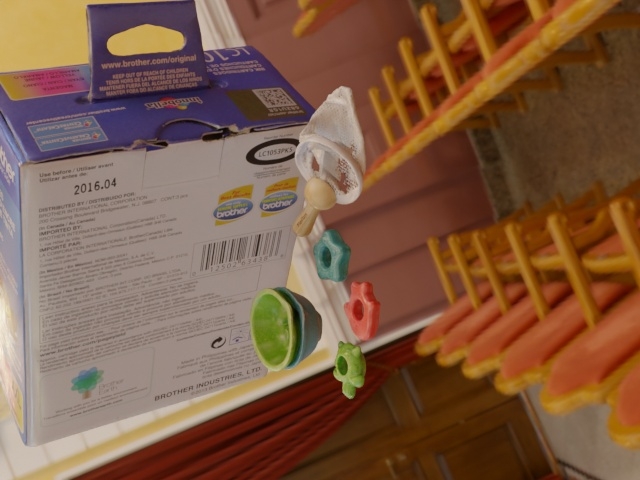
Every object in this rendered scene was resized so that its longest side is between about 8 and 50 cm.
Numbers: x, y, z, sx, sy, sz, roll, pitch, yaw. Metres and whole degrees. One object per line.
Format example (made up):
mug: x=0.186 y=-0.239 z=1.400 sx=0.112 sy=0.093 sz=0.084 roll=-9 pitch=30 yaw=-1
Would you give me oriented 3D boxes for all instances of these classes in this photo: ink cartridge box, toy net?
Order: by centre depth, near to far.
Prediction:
toy net: x=0.000 y=0.000 z=0.687 sx=0.122 sy=0.045 sz=0.232 roll=29 pitch=117 yaw=54
ink cartridge box: x=-0.163 y=-0.020 z=0.837 sx=0.151 sy=0.270 sz=0.395 roll=51 pitch=141 yaw=37
